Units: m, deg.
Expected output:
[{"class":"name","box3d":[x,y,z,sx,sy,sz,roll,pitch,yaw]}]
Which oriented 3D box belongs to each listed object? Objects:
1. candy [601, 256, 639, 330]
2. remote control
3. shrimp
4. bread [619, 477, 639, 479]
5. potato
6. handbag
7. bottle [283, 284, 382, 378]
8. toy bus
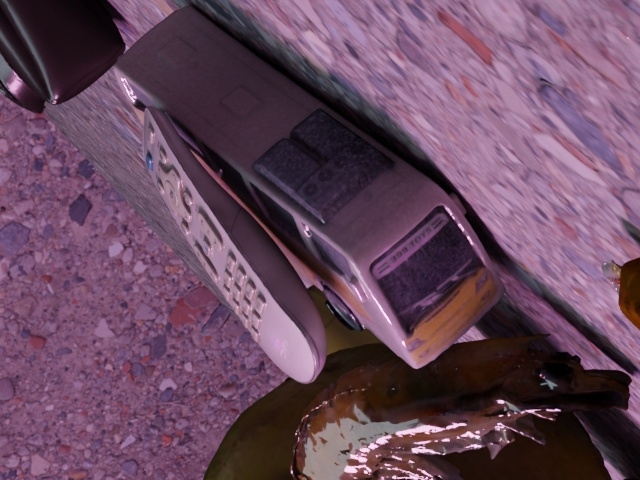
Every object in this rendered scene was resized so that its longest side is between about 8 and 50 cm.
[{"class":"candy","box3d":[0.180,0.035,0.941,0.053,0.046,0.182,43,179,-20]},{"class":"remote control","box3d":[-0.058,0.000,1.356,0.229,0.044,0.073,55,159,25]},{"class":"shrimp","box3d":[0.097,0.151,1.339,0.058,0.253,0.173,-49,-53,-61]},{"class":"bread","box3d":[0.286,0.274,1.550,0.210,0.099,0.235,43,168,-8]},{"class":"potato","box3d":[0.058,0.217,1.477,0.280,0.330,0.213,7,162,-17]},{"class":"handbag","box3d":[-0.311,-0.246,1.880,0.257,0.113,0.285,53,171,-14]},{"class":"bottle","box3d":[0.067,0.159,2.049,0.260,0.112,0.112,41,173,20]},{"class":"toy bus","box3d":[-0.014,-0.046,1.390,0.342,0.097,0.138,39,165,45]}]
